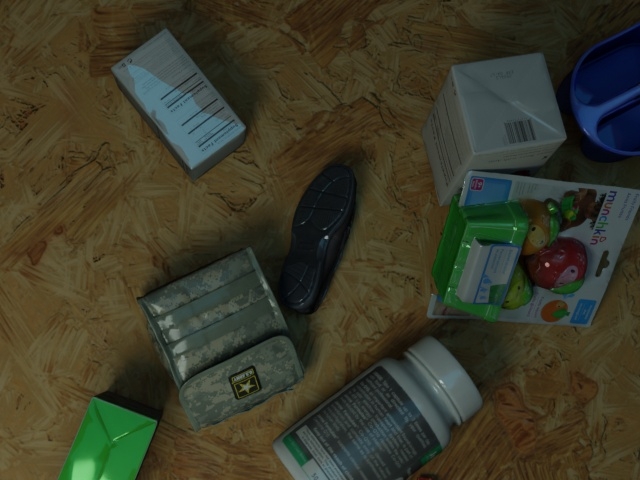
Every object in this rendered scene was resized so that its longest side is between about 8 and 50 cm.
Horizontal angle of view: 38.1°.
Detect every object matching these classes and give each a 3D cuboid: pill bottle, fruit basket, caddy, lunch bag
[{"bbox_3d":[0.108,0.347,1.706,0.361,0.204,0.204,-36,88,-9],"label":"pill bottle"},{"bbox_3d":[0.404,0.034,1.752,0.352,0.165,0.327,8,121,-7],"label":"fruit basket"},{"bbox_3d":[0.646,-0.304,1.866,0.341,0.179,0.241,-28,87,-9],"label":"caddy"},{"bbox_3d":[-0.181,0.188,1.718,0.235,0.169,0.287,-25,93,-12],"label":"lunch bag"}]

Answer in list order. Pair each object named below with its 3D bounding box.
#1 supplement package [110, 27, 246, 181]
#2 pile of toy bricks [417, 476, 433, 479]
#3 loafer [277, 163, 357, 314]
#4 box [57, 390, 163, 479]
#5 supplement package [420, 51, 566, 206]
[{"bbox_3d":[-0.268,-0.256,1.777,0.134,0.139,0.244,-39,89,-9],"label":"supplement package"},{"bbox_3d":[0.174,0.552,1.729,0.118,0.105,0.212,5,76,-6],"label":"pile of toy bricks"},{"bbox_3d":[0.000,0.000,1.811,0.109,0.095,0.303,13,75,26],"label":"loafer"},{"bbox_3d":[-0.387,0.410,1.629,0.126,0.231,0.262,22,80,-4],"label":"box"},{"bbox_3d":[0.317,-0.200,1.747,0.177,0.293,0.175,-10,75,-7],"label":"supplement package"}]
